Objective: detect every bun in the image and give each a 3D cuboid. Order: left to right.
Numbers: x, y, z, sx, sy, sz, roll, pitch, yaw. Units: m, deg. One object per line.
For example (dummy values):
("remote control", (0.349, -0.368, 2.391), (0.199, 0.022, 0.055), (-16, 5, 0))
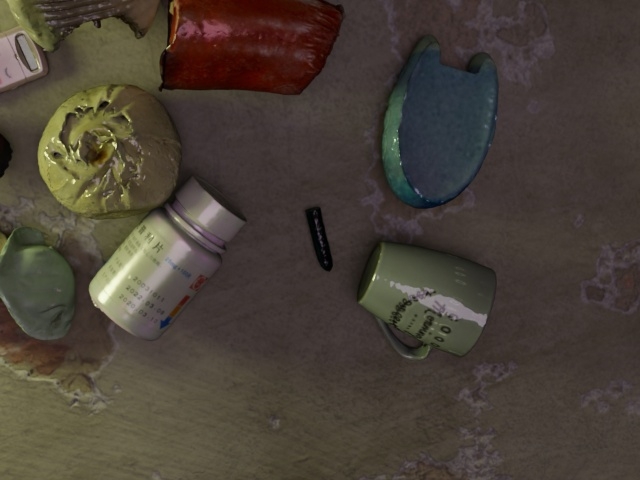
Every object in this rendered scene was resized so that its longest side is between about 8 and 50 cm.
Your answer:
("bun", (-0.415, -0.470, 1.557), (0.281, 0.205, 0.282), (-18, 131, -22))
("bun", (-0.379, -0.162, 1.628), (0.259, 0.152, 0.260), (0, 86, 7))

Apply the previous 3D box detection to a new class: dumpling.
("dumpling", (-0.533, 0.085, 1.699), (0.152, 0.108, 0.219), (-23, 97, -36))

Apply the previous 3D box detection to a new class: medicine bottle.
("medicine bottle", (-0.278, 0.031, 1.710), (0.170, 0.170, 0.293), (41, 93, -16))

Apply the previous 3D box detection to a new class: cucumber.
("cucumber", (0.000, 0.000, 1.827), (0.032, 0.032, 0.133), (-16, 105, -7))

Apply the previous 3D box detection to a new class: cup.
("cup", (0.188, 0.131, 1.832), (0.234, 0.186, 0.258), (20, 125, -5))

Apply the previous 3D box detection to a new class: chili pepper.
("chili pepper", (-0.136, -0.342, 1.619), (0.305, 0.251, 0.229), (11, 65, -17))

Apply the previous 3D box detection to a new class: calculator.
("calculator", (-0.571, -0.318, 1.653), (0.175, 0.032, 0.100), (-23, 105, -5))

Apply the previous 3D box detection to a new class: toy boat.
("toy boat", (0.220, -0.223, 1.794), (0.215, 0.123, 0.330), (11, 89, -20))

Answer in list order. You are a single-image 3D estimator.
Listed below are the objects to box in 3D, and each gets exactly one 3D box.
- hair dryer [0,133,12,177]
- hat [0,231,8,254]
("hair dryer", (-0.736, -0.088, 1.610), (0.312, 0.123, 0.341), (18, 98, -25))
("hat", (-0.649, 0.070, 1.712), (0.166, 0.144, 0.173), (29, 54, 14))
